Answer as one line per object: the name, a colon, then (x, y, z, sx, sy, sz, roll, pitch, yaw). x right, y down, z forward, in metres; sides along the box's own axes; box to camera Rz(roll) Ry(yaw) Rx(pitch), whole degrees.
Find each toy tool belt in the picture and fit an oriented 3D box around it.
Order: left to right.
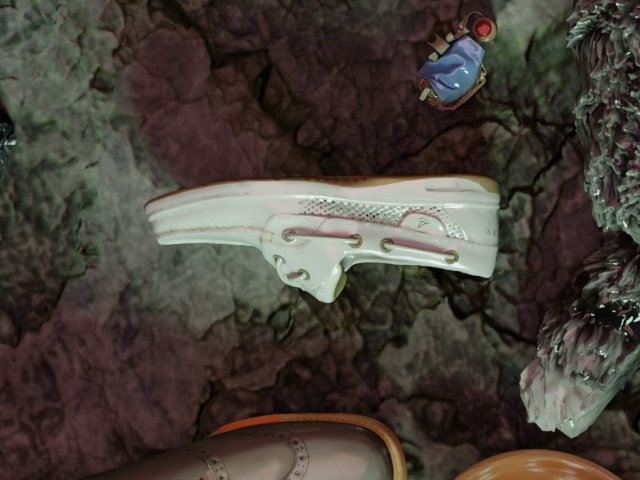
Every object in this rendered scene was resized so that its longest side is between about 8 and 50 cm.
toy tool belt: (0.106, -0.140, 1.544, 0.052, 0.051, 0.083, 39, 96, 9)

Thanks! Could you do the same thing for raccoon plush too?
raccoon plush: (0.191, -0.113, 1.461, 0.299, 0.216, 0.446, 39, 96, 17)

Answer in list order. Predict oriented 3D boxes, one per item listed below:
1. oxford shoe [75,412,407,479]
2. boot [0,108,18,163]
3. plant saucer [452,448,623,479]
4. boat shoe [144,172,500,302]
oxford shoe: (-0.111, 0.221, 1.536, 0.363, 0.133, 0.130, -18, 85, 10)
boot: (-0.316, -0.082, 1.627, 0.121, 0.045, 0.099, 32, 97, 3)
plant saucer: (0.167, 0.254, 1.491, 0.200, 0.037, 0.200, 5, 60, -9)
boat shoe: (0.000, 0.000, 1.538, 0.277, 0.098, 0.096, -2, 88, 10)
